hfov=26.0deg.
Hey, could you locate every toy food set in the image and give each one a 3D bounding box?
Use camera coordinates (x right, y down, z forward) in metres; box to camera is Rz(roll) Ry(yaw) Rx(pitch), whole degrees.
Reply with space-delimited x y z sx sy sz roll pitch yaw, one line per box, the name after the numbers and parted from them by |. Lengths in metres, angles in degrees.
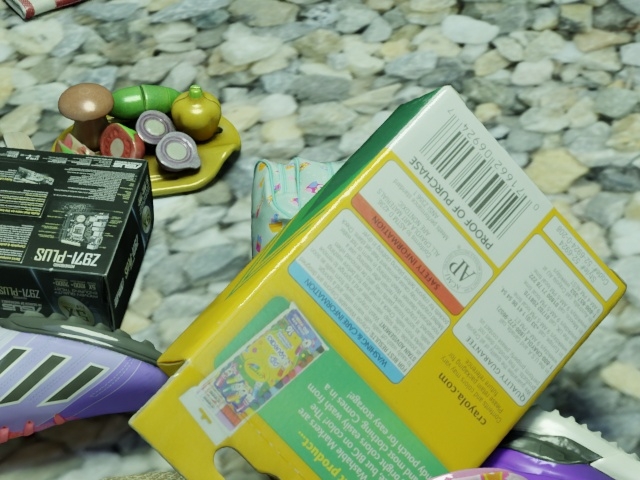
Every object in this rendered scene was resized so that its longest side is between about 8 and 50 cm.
-0.182 -0.102 1.277 0.218 0.071 0.128 -9 44 -11 | toy food set

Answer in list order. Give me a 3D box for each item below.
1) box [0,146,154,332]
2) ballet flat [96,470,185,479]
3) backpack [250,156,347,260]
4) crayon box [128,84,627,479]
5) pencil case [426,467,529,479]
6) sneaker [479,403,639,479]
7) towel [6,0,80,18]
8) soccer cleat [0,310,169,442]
-0.244 -0.003 1.163 0.180 0.077 0.147 5 43 5 | box
-0.213 0.266 0.786 0.164 0.182 0.482 -22 26 43 | ballet flat
0.000 0.000 1.120 0.115 0.151 0.182 8 29 -11 | backpack
0.037 0.076 0.961 0.203 0.083 0.323 47 71 -11 | crayon box
0.109 0.278 0.801 0.124 0.124 0.284 -8 58 -10 | pencil case
0.215 0.225 0.917 0.293 0.102 0.146 19 45 29 | sneaker
-0.251 -0.368 1.592 0.329 0.037 0.237 -29 52 -26 | towel
-0.268 0.119 1.031 0.318 0.108 0.116 3 63 0 | soccer cleat
